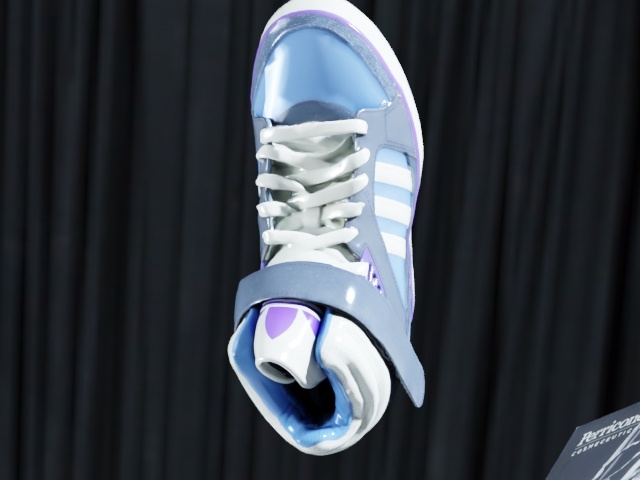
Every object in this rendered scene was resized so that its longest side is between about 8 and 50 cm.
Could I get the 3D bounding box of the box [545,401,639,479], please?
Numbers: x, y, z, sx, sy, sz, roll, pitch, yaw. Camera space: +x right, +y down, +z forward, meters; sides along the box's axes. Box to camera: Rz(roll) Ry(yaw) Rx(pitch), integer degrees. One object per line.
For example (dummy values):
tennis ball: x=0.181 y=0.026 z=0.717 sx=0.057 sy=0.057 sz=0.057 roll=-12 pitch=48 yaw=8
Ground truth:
box: x=0.238 y=0.215 z=1.048 sx=0.343 sy=0.179 sz=0.312 roll=-31 pitch=15 yaw=48

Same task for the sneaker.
sneaker: x=0.000 y=0.000 z=1.478 sx=0.130 sy=0.323 sz=0.236 roll=-2 pitch=24 yaw=14
